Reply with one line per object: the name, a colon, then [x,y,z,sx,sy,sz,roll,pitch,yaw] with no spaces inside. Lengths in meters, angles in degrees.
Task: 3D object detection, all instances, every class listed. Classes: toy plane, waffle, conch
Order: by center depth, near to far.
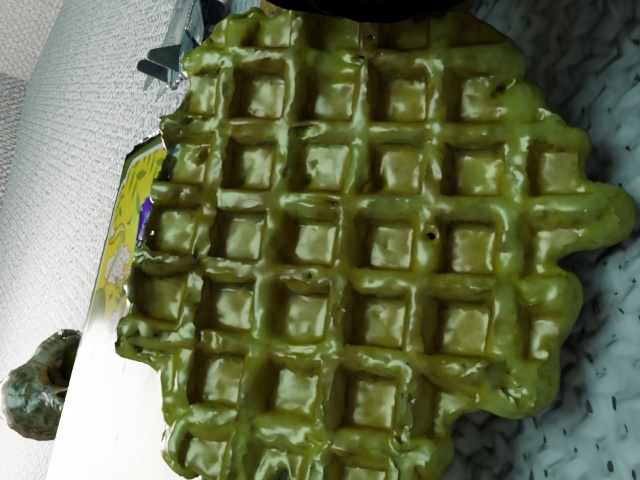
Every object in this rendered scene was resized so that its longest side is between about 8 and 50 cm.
waffle: [0.001,0.001,0.468,0.307,0.060,0.312,40,89,24]
conch: [-0.359,0.196,1.110,0.207,0.130,0.155,-15,74,42]
toy plane: [-0.173,-0.334,1.140,0.212,0.088,0.267,-17,51,56]

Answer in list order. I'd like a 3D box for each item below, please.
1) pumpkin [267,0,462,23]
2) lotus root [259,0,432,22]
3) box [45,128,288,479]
pumpkin: [0.017,-0.279,0.403,0.296,0.295,0.296,-38,43,47]
lotus root: [0.040,-0.219,0.623,0.128,0.145,0.260,43,123,13]
box: [-0.100,0.099,0.689,0.373,0.138,0.420,-9,66,59]
